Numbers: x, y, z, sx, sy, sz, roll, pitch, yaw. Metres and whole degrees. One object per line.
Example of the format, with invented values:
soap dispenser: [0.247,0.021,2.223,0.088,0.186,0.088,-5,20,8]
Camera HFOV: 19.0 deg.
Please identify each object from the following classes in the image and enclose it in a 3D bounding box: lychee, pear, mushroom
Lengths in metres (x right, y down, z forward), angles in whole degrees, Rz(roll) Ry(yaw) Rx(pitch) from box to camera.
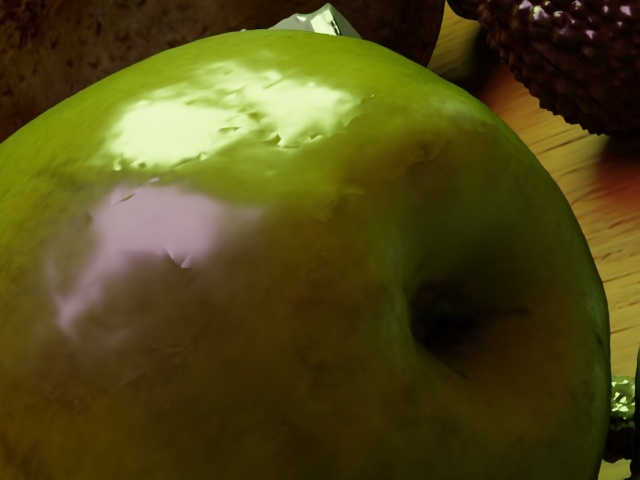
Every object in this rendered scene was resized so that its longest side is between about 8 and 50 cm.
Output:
lychee: [0.134,-0.110,0.891,0.129,0.123,0.123,3,41,21]
pear: [-0.041,0.060,0.672,0.307,0.253,0.253,-15,33,45]
mushroom: [-0.093,-0.138,1.110,0.345,0.239,0.345,-45,34,43]

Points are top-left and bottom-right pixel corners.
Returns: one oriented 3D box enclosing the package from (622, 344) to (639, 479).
package: [0.152,0.058,0.571,0.166,0.040,0.232,-23,33,42]

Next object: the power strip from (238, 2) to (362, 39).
power strip: [0.000,0.000,0.882,0.109,0.037,0.279,-34,45,14]

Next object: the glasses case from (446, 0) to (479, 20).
glasses case: [0.127,-0.210,0.988,0.321,0.082,0.122,135,140,-71]

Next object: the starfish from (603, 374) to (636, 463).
starfish: [0.159,0.068,0.620,0.150,0.053,0.210,-48,25,4]
